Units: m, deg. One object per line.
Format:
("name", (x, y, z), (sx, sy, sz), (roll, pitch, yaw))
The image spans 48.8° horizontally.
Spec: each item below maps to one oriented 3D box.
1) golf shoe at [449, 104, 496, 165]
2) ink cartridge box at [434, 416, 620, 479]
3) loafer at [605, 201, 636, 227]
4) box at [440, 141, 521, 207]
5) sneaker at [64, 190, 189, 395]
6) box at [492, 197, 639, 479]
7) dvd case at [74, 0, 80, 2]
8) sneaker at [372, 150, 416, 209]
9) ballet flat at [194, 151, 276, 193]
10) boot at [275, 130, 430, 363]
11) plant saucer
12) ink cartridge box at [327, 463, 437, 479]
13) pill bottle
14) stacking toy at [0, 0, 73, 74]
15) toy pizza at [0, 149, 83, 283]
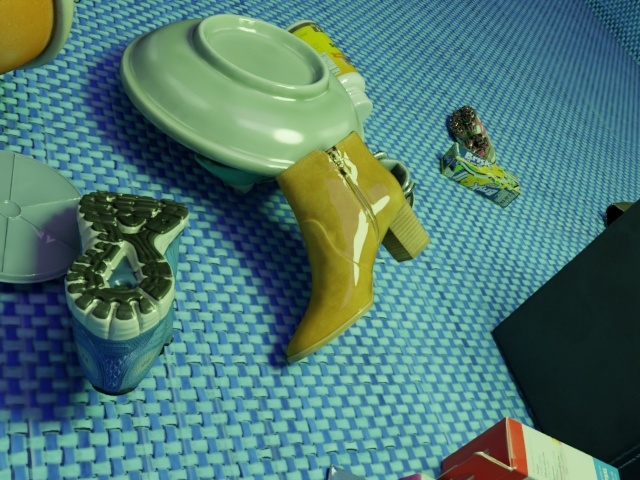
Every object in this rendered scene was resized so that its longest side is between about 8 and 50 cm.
("golf shoe", (0.344, -0.229, 1.593), (0.086, 0.068, 0.186), (43, 27, -42))
("ink cartridge box", (0.250, 0.307, 0.894), (0.231, 0.134, 0.078), (28, 39, -15))
("loafer", (0.718, 0.023, 1.601), (0.130, 0.133, 0.366), (13, 29, 4))
("box", (0.337, -0.137, 1.489), (0.169, 0.054, 0.059), (26, 39, -16))
("sneaker", (-0.222, 0.048, 0.795), (0.130, 0.147, 0.330), (9, 26, -10))
("box", (0.630, 0.138, 1.097), (0.472, 0.480, 0.297), (8, 45, -34))
("dvd case", (-0.519, -0.504, 1.190), (0.253, 0.022, 0.180), (17, 42, -25))
("sneaker", (0.109, -0.075, 1.155), (0.101, 0.153, 0.269), (46, 38, 11))
("ballet flat", (-0.095, -0.115, 1.084), (0.083, 0.087, 0.247), (41, 37, 24))
("boot", (0.001, -0.001, 0.951), (0.295, 0.104, 0.211), (-43, 97, -27))
("plant saucer", (-0.101, -0.254, 1.095), (0.401, 0.100, 0.400), (17, 37, -13))
("ink cartridge box", (0.147, 0.425, 0.745), (0.330, 0.071, 0.324), (28, 39, -15))
("pill bottle", (0.005, -0.308, 1.340), (0.117, 0.117, 0.215), (-15, 62, -47))
("stacking toy", (-0.530, -0.217, 0.722), (0.351, 0.350, 0.479), (35, 55, -5))
("toy pizza", (-0.364, -0.027, 0.818), (0.201, 0.032, 0.201), (23, 39, -21))
